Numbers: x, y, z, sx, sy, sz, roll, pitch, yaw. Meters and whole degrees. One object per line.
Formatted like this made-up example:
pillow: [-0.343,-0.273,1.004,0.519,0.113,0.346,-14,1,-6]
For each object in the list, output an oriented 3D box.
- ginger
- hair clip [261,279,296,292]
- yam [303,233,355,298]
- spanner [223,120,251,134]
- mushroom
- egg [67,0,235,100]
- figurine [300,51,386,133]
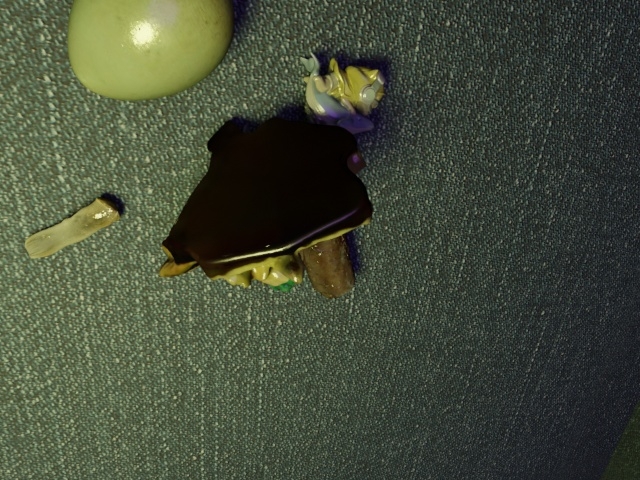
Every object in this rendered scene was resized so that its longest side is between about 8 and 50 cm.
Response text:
ginger: [-0.093,-0.056,0.802,0.412,0.359,0.211,-7,146,15]
hair clip: [-0.109,0.045,0.998,0.123,0.052,0.196,1,122,16]
yam: [0.000,-0.001,0.980,0.130,0.131,0.280,-22,121,-9]
spanner: [-0.231,-0.119,0.905,0.071,0.017,0.302,19,104,-25]
mushroom: [-0.505,-0.023,0.836,0.202,0.054,0.059,-29,113,1]
egg: [-0.282,-0.350,0.675,0.295,0.218,0.218,-31,120,11]
figurine: [0.043,-0.309,0.859,0.184,0.128,0.208,-44,115,0]
